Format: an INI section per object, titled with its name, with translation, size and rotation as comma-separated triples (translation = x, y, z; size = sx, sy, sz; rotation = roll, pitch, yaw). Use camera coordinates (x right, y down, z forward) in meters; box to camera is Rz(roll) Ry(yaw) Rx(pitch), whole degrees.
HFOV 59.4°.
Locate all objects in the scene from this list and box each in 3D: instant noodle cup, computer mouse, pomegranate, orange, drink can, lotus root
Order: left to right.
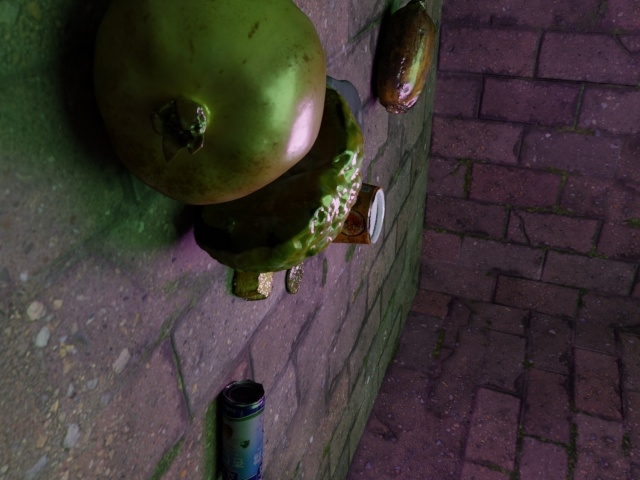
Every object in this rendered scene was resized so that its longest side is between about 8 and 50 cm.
[pomegranate]
translation = -0.138, -0.189, 0.716
size = 0.319, 0.319, 0.319
rotation = 11, 90, -72
[drink can]
translation = -0.174, 0.438, 1.259
size = 0.097, 0.097, 0.235
rotation = -38, 136, -64
[orange]
translation = -0.049, -0.094, 0.991
size = 0.210, 0.271, 0.369
rotation = 47, 61, -46
[computer mouse]
translation = 0.020, -0.297, 1.367
size = 0.371, 0.122, 0.188
rotation = -28, 112, -74
[instant noodle cup]
translation = 0.081, -0.082, 1.605
size = 0.216, 0.172, 0.216
rotation = 9, 90, -72
[lotus root]
translation = 0.294, -0.633, 1.923
size = 0.196, 0.179, 0.397
rotation = 20, 82, -74

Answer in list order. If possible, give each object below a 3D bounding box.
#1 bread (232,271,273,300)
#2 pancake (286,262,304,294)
[bread]
translation = -0.137, 0.048, 1.212
size = 0.103, 0.065, 0.187
rotation = -7, 108, -77
[pancake]
translation = -0.067, 0.096, 1.511
size = 0.108, 0.017, 0.108
rotation = 14, 90, -71
